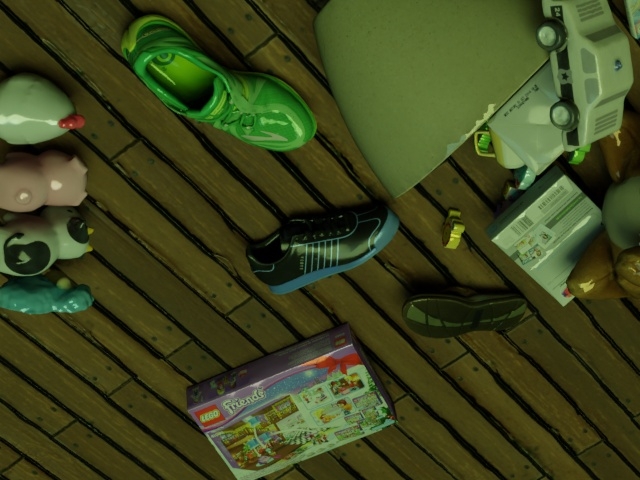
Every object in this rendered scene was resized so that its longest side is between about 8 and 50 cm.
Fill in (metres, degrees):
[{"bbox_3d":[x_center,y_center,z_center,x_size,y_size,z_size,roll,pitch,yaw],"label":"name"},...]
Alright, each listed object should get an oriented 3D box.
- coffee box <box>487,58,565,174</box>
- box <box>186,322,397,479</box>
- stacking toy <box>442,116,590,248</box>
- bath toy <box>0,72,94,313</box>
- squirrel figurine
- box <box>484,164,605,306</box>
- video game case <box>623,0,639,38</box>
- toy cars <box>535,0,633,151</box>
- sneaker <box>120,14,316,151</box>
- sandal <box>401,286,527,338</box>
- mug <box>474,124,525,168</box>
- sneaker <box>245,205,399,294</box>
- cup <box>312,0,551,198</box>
[{"bbox_3d":[0.318,-0.192,1.719,0.098,0.246,0.141,46,114,-1],"label":"coffee box"},{"bbox_3d":[-0.045,0.271,2.132,0.293,0.057,0.201,-22,126,9],"label":"box"},{"bbox_3d":[0.290,-0.072,1.932,0.167,0.052,0.221,9,123,-14],"label":"stacking toy"},{"bbox_3d":[-0.378,-0.064,1.797,0.129,0.151,0.348,12,120,14],"label":"bath toy"},{"bbox_3d":[0.596,-0.001,1.802,0.397,0.370,0.281,13,93,-30],"label":"squirrel figurine"},{"bbox_3d":[0.356,-0.005,1.937,0.145,0.038,0.186,-44,120,13],"label":"box"},{"bbox_3d":[0.450,-0.356,1.722,0.119,0.015,0.166,-35,141,-3],"label":"video game case"},{"bbox_3d":[0.350,-0.295,1.519,0.087,0.393,0.176,4,160,46],"label":"toy cars"},{"bbox_3d":[-0.138,-0.188,1.744,0.296,0.123,0.109,26,118,-25],"label":"sneaker"},{"bbox_3d":[0.223,0.102,2.051,0.219,0.060,0.090,-5,134,-22],"label":"sandal"},{"bbox_3d":[0.266,-0.140,1.848,0.062,0.078,0.064,-29,123,-33],"label":"mug"},{"bbox_3d":[0.000,0.000,1.926,0.232,0.081,0.090,-28,132,14],"label":"sneaker"},{"bbox_3d":[0.130,-0.250,1.649,0.237,0.331,0.331,45,112,-3],"label":"cup"}]
